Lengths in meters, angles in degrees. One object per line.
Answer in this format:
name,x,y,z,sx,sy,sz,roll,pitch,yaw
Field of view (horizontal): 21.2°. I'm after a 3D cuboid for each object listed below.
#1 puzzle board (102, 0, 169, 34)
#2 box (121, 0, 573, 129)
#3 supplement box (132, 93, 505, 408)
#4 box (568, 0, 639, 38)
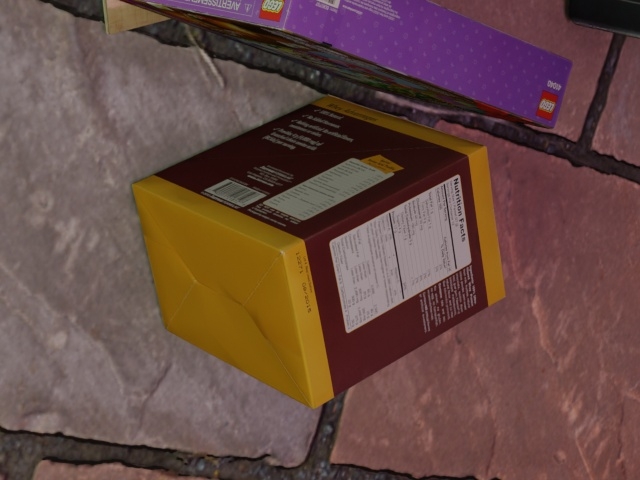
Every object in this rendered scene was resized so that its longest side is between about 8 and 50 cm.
puzzle board,-0.120,-0.220,1.226,0.096,0.011,0.128,-21,118,-35
box,0.014,-0.151,1.224,0.293,0.201,0.057,14,93,-45
supplement box,0.000,0.000,1.282,0.194,0.191,0.129,-27,121,-30
box,0.388,-0.383,1.466,0.293,0.212,0.395,-19,117,-35
